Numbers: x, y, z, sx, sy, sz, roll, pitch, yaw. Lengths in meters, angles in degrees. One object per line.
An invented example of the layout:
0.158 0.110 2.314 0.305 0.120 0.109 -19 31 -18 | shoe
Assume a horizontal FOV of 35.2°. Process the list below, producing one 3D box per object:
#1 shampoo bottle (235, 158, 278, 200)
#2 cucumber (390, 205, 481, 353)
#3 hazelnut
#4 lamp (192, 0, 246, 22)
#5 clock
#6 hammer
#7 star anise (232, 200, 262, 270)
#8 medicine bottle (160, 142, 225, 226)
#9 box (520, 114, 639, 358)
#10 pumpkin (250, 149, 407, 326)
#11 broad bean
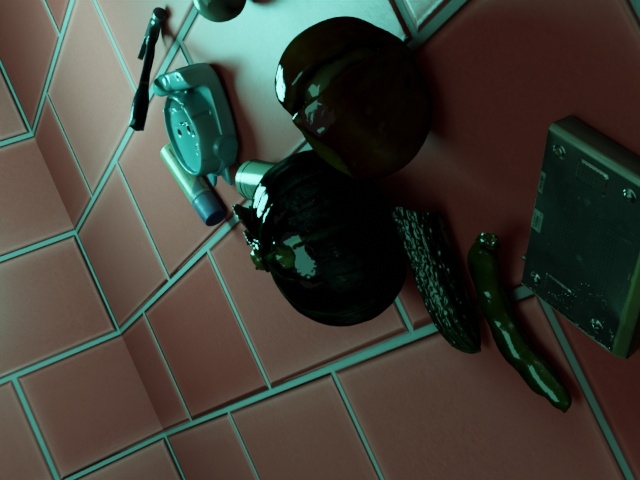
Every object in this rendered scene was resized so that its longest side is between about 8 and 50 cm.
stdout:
-0.071 -0.106 1.951 0.262 0.085 0.085 16 124 58 | shampoo bottle
0.187 0.061 1.599 0.077 0.077 0.265 -10 100 64 | cucumber
0.056 -0.215 1.515 0.251 0.217 0.217 54 152 7 | hazelnut
-0.186 -0.457 1.871 0.105 0.105 0.105 43 145 41 | lamp
-0.266 -0.244 2.201 0.223 0.094 0.274 1 109 64 | clock
-0.390 -0.365 2.239 0.137 0.037 0.290 131 148 -58 | hammer
-0.077 0.017 2.008 0.288 0.088 0.288 37 158 18 | star anise
-0.304 -0.136 2.401 0.231 0.059 0.059 54 151 25 | medicine bottle
0.344 -0.003 1.282 0.211 0.045 0.270 43 145 38 | box
0.000 0.000 1.699 0.315 0.238 0.315 156 90 -86 | pumpkin
0.278 0.113 1.475 0.292 0.049 0.144 65 170 -12 | broad bean
